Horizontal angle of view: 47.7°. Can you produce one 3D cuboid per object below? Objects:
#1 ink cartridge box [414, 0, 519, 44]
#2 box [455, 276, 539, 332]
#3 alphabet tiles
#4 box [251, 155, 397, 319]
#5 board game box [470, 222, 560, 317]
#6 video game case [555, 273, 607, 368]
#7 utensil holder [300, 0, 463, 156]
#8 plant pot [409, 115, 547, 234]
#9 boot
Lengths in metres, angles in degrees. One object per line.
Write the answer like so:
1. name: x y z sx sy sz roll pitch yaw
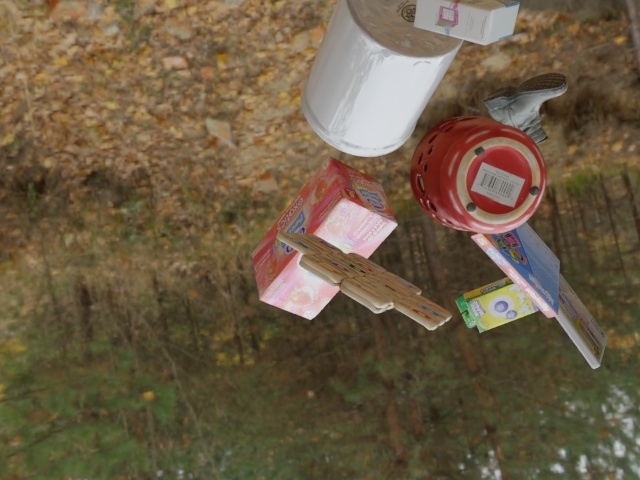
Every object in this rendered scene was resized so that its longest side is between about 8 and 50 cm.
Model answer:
1. ink cartridge box: 0.211 -0.329 1.050 0.122 0.052 0.088 27 -143 31
2. box: 0.434 0.156 1.786 0.179 0.105 0.043 -23 -155 15
3. alphabet tiles: 0.069 0.061 1.127 0.278 0.021 0.284 29 -171 17
4. box: 0.000 0.000 1.493 0.142 0.154 0.300 24 121 -30
5. board game box: 0.390 0.018 1.424 0.027 0.145 0.281 -23 127 38
6. video game case: 0.643 0.197 1.823 0.023 0.212 0.193 -37 175 29
7. utensil holder: 0.153 -0.447 1.804 0.328 0.327 0.385 -9 158 -21
8. plant pot: 0.256 -0.106 1.158 0.191 0.191 0.174 -11 -171 -8
9. boot: 0.535 -0.318 1.810 0.083 0.161 0.246 -45 -158 -29
